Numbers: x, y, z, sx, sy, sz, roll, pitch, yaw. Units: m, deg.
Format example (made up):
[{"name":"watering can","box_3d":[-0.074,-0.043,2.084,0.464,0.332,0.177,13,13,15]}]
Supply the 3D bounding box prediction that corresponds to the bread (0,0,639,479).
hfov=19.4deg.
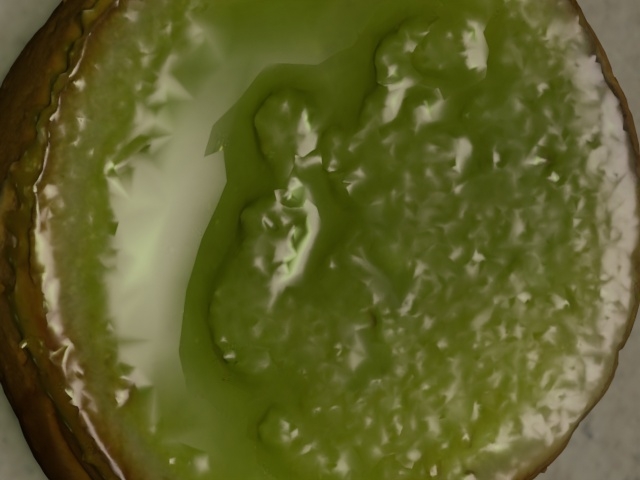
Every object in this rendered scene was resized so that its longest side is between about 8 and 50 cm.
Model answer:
[{"name":"bread","box_3d":[0.000,0.000,0.593,0.236,0.070,0.236,-1,92,-28]}]
